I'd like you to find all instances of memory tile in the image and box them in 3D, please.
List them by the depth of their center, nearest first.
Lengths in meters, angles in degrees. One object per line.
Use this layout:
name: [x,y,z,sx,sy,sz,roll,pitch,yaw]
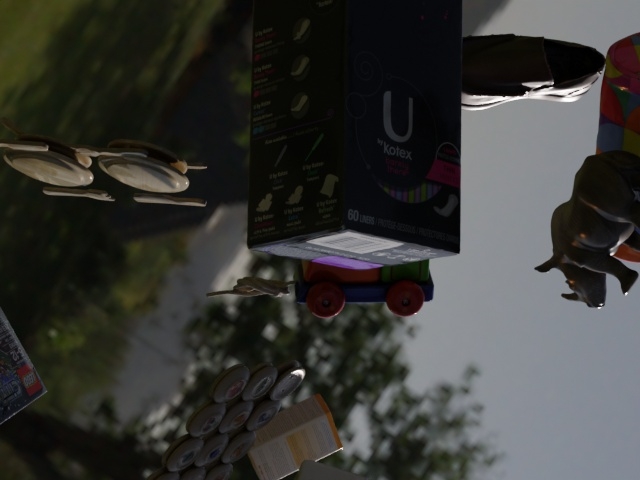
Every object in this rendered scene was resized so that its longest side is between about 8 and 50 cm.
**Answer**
memory tile: [-0.079,0.157,1.412,0.148,0.012,0.113,-55,153,18]

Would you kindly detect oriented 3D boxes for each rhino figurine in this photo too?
rhino figurine: [0.274,-0.004,1.691,0.073,0.106,0.243,-47,168,-29]

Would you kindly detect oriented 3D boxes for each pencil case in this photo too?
pencil case: [0.322,-0.092,1.708,0.104,0.104,0.236,-62,160,-49]

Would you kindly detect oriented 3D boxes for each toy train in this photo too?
toy train: [0.000,0.000,1.886,0.105,0.248,0.143,-99,-170,-64]

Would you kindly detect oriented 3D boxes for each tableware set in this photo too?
tableware set: [-0.206,-0.078,1.616,0.128,0.194,0.039,43,57,-57]

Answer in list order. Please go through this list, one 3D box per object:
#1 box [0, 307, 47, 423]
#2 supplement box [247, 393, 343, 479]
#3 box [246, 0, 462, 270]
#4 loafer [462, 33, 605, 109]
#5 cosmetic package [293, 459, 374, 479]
box: [-0.371,0.122,1.700,0.044,0.159,0.233,-28,-176,21]
supplement box: [-0.032,0.216,1.886,0.098,0.062,0.036,-25,-140,-8]
box: [0.035,-0.119,1.691,0.143,0.165,0.270,-12,-107,46]
loafer: [0.211,-0.192,1.860,0.078,0.220,0.080,-33,-113,59]
cosmetic package: [0.016,0.350,1.739,0.151,0.151,0.184,116,-10,-45]
